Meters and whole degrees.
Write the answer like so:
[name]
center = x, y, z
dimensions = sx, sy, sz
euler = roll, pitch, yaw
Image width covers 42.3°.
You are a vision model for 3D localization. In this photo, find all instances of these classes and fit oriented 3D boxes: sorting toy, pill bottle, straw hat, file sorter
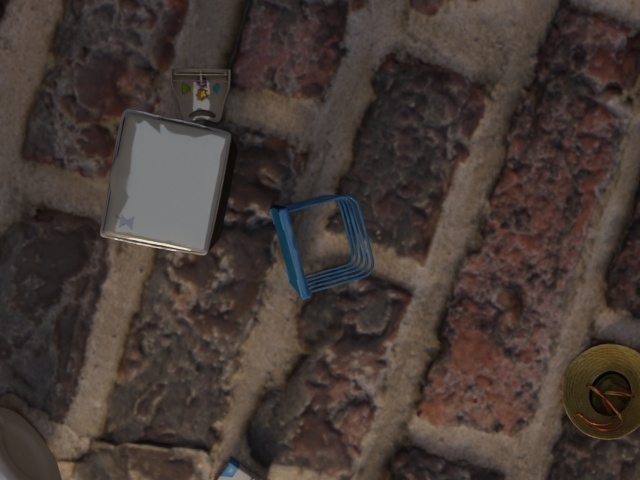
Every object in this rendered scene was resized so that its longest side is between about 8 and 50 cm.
[sorting toy]
center = -0.167, -0.203, 1.164
dimensions = 0.083, 0.045, 0.075
euler = 0, 102, -5
[pill bottle]
center = -0.513, 0.370, 1.121
dimensions = 0.283, 0.161, 0.161
euler = -36, 96, 0
[straw hat]
center = 0.432, 0.231, 1.227
dimensions = 0.144, 0.144, 0.061
euler = -48, 137, 0
[file sorter]
center = 0.000, 0.000, 1.128
dimensions = 0.104, 0.170, 0.118
euler = -15, 95, -7

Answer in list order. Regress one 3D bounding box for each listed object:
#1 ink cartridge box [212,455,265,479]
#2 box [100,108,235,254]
[ink cartridge box]
center = -0.113, 0.363, 1.216
dimensions = 0.083, 0.028, 0.048
euler = 36, 91, -6
[box]
center = -0.178, -0.069, 1.035
dimensions = 0.121, 0.311, 0.148
euler = 12, 93, -5
